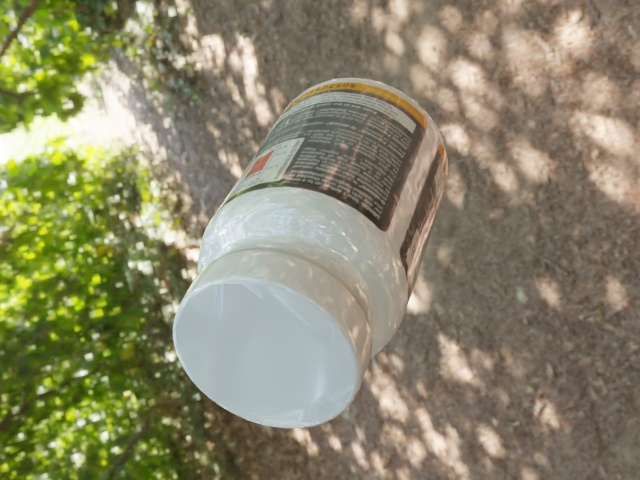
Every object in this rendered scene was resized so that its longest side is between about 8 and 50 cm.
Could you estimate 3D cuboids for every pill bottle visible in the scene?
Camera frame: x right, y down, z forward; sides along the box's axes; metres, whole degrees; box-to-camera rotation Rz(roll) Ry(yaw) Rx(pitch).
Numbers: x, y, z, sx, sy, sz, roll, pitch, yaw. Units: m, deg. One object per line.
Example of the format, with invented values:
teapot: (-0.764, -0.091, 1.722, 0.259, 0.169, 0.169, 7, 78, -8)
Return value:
pill bottle: (0.000, 0.000, 0.712, 0.278, 0.162, 0.162, -63, -20, -52)
